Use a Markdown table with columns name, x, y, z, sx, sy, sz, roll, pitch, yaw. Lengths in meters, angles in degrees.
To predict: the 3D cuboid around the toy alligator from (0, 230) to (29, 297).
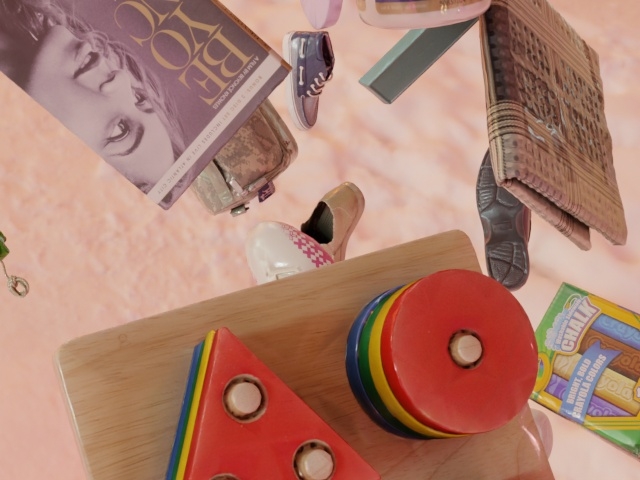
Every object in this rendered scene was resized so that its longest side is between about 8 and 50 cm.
| name | x | y | z | sx | sy | sz | roll | pitch | yaw |
| --- | --- | --- | --- | --- | --- | --- | --- | --- | --- |
| toy alligator | -0.390 | -0.009 | 1.091 | 0.190 | 0.056 | 0.051 | 48 | 14 | 4 |

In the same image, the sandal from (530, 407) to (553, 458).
| name | x | y | z | sx | sy | sz | roll | pitch | yaw |
| --- | --- | --- | --- | --- | --- | --- | --- | --- | --- |
| sandal | 0.238 | 0.438 | 1.571 | 0.416 | 0.169 | 0.102 | -37 | 32 | -28 |

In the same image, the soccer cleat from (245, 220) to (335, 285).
| name | x | y | z | sx | sy | sz | roll | pitch | yaw |
| --- | --- | --- | --- | --- | --- | --- | --- | --- | --- |
| soccer cleat | -0.010 | 0.107 | 1.351 | 0.331 | 0.116 | 0.143 | 52 | 23 | 11 |

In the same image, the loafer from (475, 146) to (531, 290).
| name | x | y | z | sx | sy | sz | roll | pitch | yaw |
| --- | --- | --- | --- | --- | --- | --- | --- | --- | --- |
| loafer | 0.360 | -0.049 | 1.831 | 0.109 | 0.302 | 0.095 | -1 | -9 | 16 |

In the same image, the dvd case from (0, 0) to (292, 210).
| name | x | y | z | sx | sy | sz | roll | pitch | yaw |
| --- | --- | --- | --- | --- | --- | --- | --- | --- | --- |
| dvd case | -0.157 | -0.150 | 0.746 | 0.221 | 0.164 | 0.018 | 41 | 22 | -11 |

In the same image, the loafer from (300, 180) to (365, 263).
| name | x | y | z | sx | sy | sz | roll | pitch | yaw |
| --- | --- | --- | --- | --- | --- | --- | --- | --- | --- |
| loafer | 0.000 | 0.000 | 1.879 | 0.092 | 0.268 | 0.102 | -11 | 42 | -41 |

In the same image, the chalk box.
| name | x | y | z | sx | sy | sz | roll | pitch | yaw |
| --- | --- | --- | --- | --- | --- | --- | --- | --- | --- |
| chalk box | 0.411 | 0.190 | 1.376 | 0.289 | 0.179 | 0.180 | 28 | -2 | 44 |

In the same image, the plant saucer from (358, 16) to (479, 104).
| name | x | y | z | sx | sy | sz | roll | pitch | yaw |
| --- | --- | --- | --- | --- | --- | --- | --- | --- | --- |
| plant saucer | 0.139 | -0.259 | 1.254 | 0.067 | 0.192 | 0.018 | 31 | 22 | -44 |

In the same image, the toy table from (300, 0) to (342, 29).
| name | x | y | z | sx | sy | sz | roll | pitch | yaw |
| --- | --- | --- | --- | --- | --- | --- | --- | --- | --- |
| toy table | 0.051 | -0.505 | 1.593 | 0.161 | 0.274 | 0.252 | -15 | 42 | -19 |

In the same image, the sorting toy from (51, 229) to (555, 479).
| name | x | y | z | sx | sy | sz | roll | pitch | yaw |
| --- | --- | --- | --- | --- | --- | --- | --- | --- | --- |
| sorting toy | 0.023 | 0.137 | 0.497 | 0.257 | 0.089 | 0.255 | -16 | 83 | -23 |

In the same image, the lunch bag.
| name | x | y | z | sx | sy | sz | roll | pitch | yaw |
| --- | --- | --- | --- | --- | --- | --- | --- | --- | --- |
| lunch bag | -0.203 | -0.202 | 1.819 | 0.212 | 0.305 | 0.256 | -31 | 7 | 20 |

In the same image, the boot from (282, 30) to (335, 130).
| name | x | y | z | sx | sy | sz | roll | pitch | yaw |
| --- | --- | --- | --- | --- | --- | --- | --- | --- | --- |
| boot | -0.015 | -0.294 | 1.750 | 0.086 | 0.190 | 0.069 | 6 | 26 | 35 |

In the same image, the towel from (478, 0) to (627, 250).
| name | x | y | z | sx | sy | sz | roll | pitch | yaw |
| --- | --- | --- | --- | --- | --- | --- | --- | --- | --- |
| towel | 0.285 | -0.162 | 1.185 | 0.324 | 0.056 | 0.312 | 23 | 57 | -47 |

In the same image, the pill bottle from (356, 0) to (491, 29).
| name | x | y | z | sx | sy | sz | roll | pitch | yaw |
| --- | --- | --- | --- | --- | --- | --- | --- | --- | --- |
| pill bottle | 0.103 | -0.373 | 1.014 | 0.153 | 0.265 | 0.153 | -6 | 24 | 3 |
